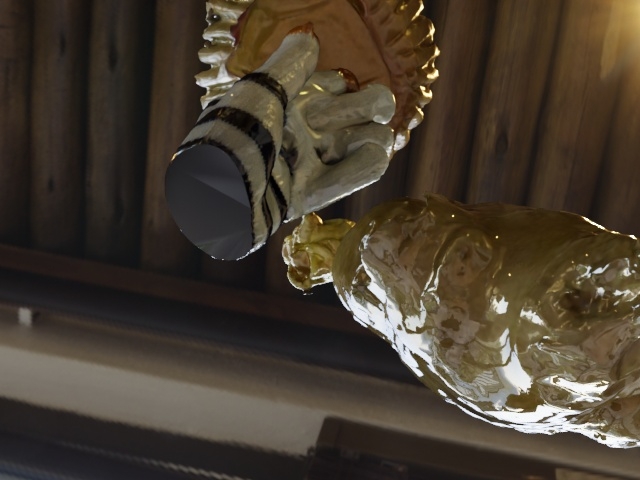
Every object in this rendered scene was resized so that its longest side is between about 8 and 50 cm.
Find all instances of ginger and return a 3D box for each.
[{"bbox_3d":[0.115,0.046,0.476,0.219,0.270,0.123,29,-89,-11],"label":"ginger"}]

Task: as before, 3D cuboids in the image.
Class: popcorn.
[{"bbox_3d":[0.000,0.000,0.803,0.084,0.084,0.084,5,-64,11],"label":"popcorn"}]

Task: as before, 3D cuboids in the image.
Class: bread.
[{"bbox_3d":[0.006,-0.179,0.936,0.274,0.149,0.274,-5,-72,-15],"label":"bread"}]

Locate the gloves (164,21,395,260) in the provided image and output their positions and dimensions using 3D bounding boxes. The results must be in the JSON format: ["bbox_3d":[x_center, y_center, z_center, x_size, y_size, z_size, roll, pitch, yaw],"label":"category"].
[{"bbox_3d":[-0.032,-0.083,0.745,0.131,0.218,0.140,-27,-76,35],"label":"gloves"}]
